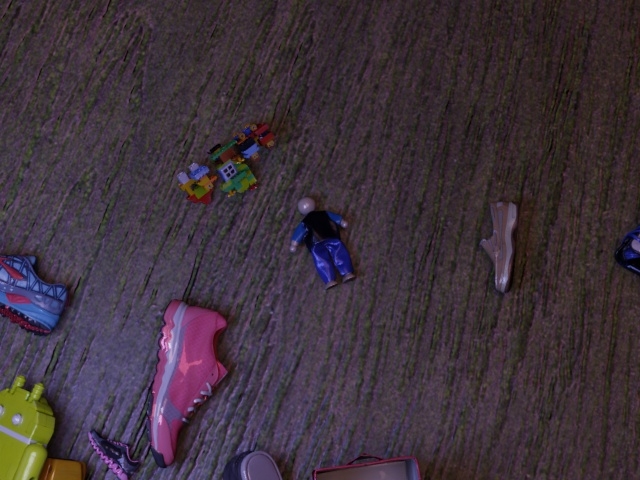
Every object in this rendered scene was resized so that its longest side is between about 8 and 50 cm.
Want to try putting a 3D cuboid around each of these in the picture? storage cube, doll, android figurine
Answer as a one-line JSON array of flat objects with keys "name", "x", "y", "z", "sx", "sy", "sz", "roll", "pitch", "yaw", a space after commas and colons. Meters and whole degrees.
[{"name": "storage cube", "x": 0.087, "y": 0.490, "z": 1.779, "sx": 0.183, "sy": 0.193, "sz": 0.215, "roll": -7, "pitch": 77, "yaw": -4}, {"name": "doll", "x": 0.000, "y": 0.000, "z": 1.961, "sx": 0.129, "sy": 0.046, "sz": 0.189, "roll": -20, "pitch": 79, "yaw": -8}, {"name": "android figurine", "x": -0.572, "y": 0.378, "z": 1.790, "sx": 0.248, "sy": 0.056, "sz": 0.273, "roll": 13, "pitch": 76, "yaw": 42}]

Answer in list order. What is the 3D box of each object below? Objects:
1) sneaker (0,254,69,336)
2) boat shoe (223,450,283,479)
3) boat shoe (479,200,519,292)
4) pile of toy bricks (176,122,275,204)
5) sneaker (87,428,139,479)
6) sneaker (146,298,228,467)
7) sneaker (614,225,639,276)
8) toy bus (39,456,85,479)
[{"name": "sneaker", "x": -0.599, "y": 0.074, "z": 1.909, "sx": 0.261, "sy": 0.104, "sz": 0.125, "roll": 33, "pitch": 61, "yaw": 1}, {"name": "boat shoe", "x": -0.090, "y": 0.549, "z": 1.822, "sx": 0.112, "sy": 0.095, "sz": 0.335, "roll": -12, "pitch": 80, "yaw": -42}, {"name": "boat shoe", "x": 0.351, "y": 0.012, "z": 1.970, "sx": 0.072, "sy": 0.068, "sz": 0.190, "roll": 5, "pitch": 67, "yaw": 11}, {"name": "pile of toy bricks", "x": -0.166, "y": -0.139, "z": 1.967, "sx": 0.212, "sy": 0.118, "sz": 0.105, "roll": -40, "pitch": 114, "yaw": -19}, {"name": "sneaker", "x": -0.385, "y": 0.393, "z": 1.861, "sx": 0.057, "sy": 0.047, "sz": 0.119, "roll": -41, "pitch": 89, "yaw": -17}, {"name": "sneaker", "x": -0.244, "y": 0.268, "z": 1.856, "sx": 0.136, "sy": 0.116, "sz": 0.314, "roll": 7, "pitch": 77, "yaw": -2}, {"name": "sneaker", "x": 0.670, "y": -0.027, "z": 1.952, "sx": 0.182, "sy": 0.127, "sz": 0.316, "roll": -7, "pitch": 79, "yaw": -6}, {"name": "toy bus", "x": -0.475, "y": 0.556, "z": 1.755, "sx": 0.130, "sy": 0.108, "sz": 0.333, "roll": -5, "pitch": 73, "yaw": 42}]
